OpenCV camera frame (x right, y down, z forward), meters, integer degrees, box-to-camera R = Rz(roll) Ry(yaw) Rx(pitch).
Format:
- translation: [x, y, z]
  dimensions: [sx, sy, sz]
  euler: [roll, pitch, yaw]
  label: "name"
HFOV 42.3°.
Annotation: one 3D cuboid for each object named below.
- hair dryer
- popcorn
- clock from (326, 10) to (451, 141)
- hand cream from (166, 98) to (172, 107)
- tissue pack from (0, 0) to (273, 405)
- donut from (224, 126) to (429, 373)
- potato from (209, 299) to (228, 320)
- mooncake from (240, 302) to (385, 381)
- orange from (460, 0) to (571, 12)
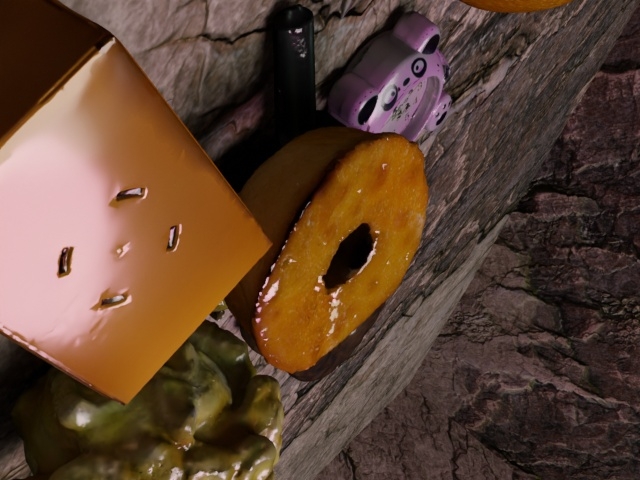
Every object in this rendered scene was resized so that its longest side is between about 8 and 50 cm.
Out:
- translation: [-0.064, -0.120, 0.960]
  dimensions: [0.244, 0.116, 0.303]
  euler: [-40, 148, -31]
  label: "hair dryer"
- translation: [-0.212, 0.228, 0.963]
  dimensions: [0.274, 0.335, 0.279]
  euler: [102, -11, -52]
  label: "popcorn"
- translation: [0.095, -0.194, 1.196]
  dimensions: [0.227, 0.090, 0.248]
  euler: [-47, 160, -14]
  label: "clock"
- translation: [-0.206, -0.059, 0.788]
  dimensions: [0.186, 0.054, 0.087]
  euler: [-45, 161, -35]
  label: "hand cream"
- translation: [-0.191, -0.024, 0.632]
  dimensions: [0.194, 0.145, 0.274]
  euler: [-49, 146, -12]
  label: "tissue pack"
- translation: [0.000, 0.000, 0.958]
  dimensions: [0.303, 0.110, 0.303]
  euler: [-34, 139, -36]
  label: "donut"
- translation: [-0.083, 0.026, 1.184]
  dimensions: [0.225, 0.090, 0.117]
  euler: [-38, 165, -18]
  label: "potato"
- translation: [0.003, 0.099, 1.422]
  dimensions: [0.290, 0.161, 0.290]
  euler: [-46, 160, -22]
  label: "mooncake"
- translation: [0.199, -0.367, 0.828]
  dimensions: [0.274, 0.274, 0.274]
  euler: [-45, 161, -20]
  label: "orange"
